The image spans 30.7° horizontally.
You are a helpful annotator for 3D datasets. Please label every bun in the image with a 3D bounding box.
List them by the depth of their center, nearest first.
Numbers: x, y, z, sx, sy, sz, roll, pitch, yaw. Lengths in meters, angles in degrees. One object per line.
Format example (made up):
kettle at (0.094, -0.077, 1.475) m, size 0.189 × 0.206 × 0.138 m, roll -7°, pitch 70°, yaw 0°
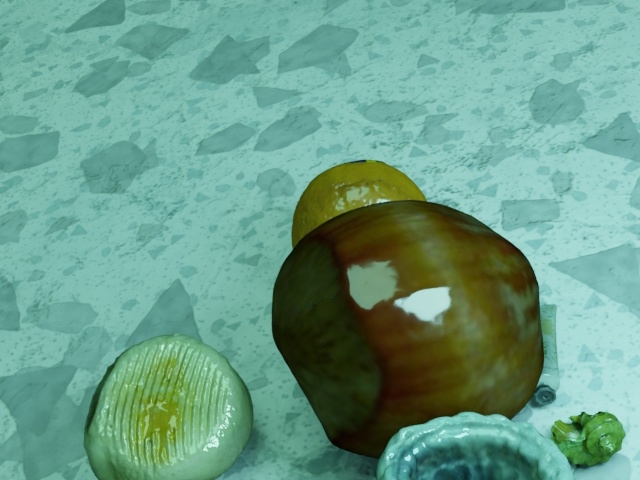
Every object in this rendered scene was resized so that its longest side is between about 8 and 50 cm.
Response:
bun at (-0.213, 0.251, 1.635) m, size 0.243 × 0.153 × 0.244 m, roll 0°, pitch 55°, yaw 0°

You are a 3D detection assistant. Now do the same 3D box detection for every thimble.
thimble at (0.190, 0.313, 1.371) m, size 0.250 × 0.172 × 0.205 m, roll 9°, pitch 39°, yaw 24°

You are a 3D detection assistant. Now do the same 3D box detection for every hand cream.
hand cream at (0.307, 0.152, 1.635) m, size 0.067 × 0.042 × 0.194 m, roll -10°, pitch 36°, yaw 12°

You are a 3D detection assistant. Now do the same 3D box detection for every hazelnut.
hazelnut at (0.114, 0.109, 1.549) m, size 0.365 × 0.366 × 0.366 m, roll -11°, pitch 40°, yaw 9°

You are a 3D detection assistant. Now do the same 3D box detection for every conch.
conch at (0.335, 0.248, 1.483) m, size 0.089 × 0.074 × 0.121 m, roll -5°, pitch 12°, yaw -18°

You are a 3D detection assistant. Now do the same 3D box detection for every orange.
orange at (0.064, -0.015, 1.790) m, size 0.219 × 0.193 × 0.219 m, roll 1°, pitch 80°, yaw -4°
